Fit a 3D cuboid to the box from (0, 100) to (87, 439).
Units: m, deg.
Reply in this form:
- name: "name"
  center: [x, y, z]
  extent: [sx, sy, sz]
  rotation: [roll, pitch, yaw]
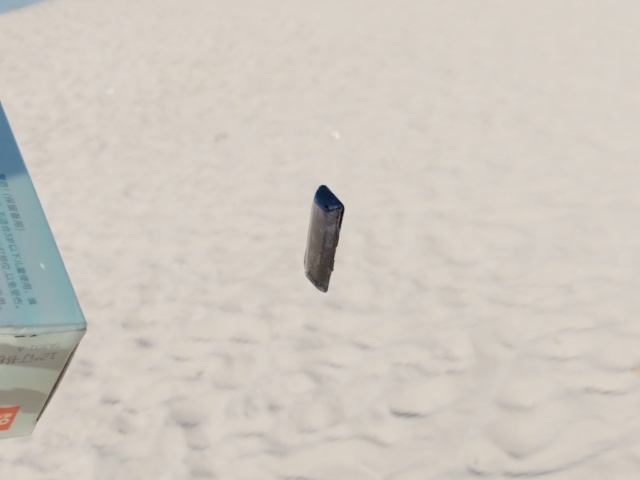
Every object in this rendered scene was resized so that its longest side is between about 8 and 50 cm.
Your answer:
- name: "box"
  center: [-0.262, 0.002, 0.832]
  extent: [0.079, 0.135, 0.269]
  rotation: [0, 47, -38]

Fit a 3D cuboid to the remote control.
- name: "remote control"
  center: [0.000, 0.000, 0.965]
  extent: [0.014, 0.096, 0.039]
  rotation: [-15, 44, -29]
